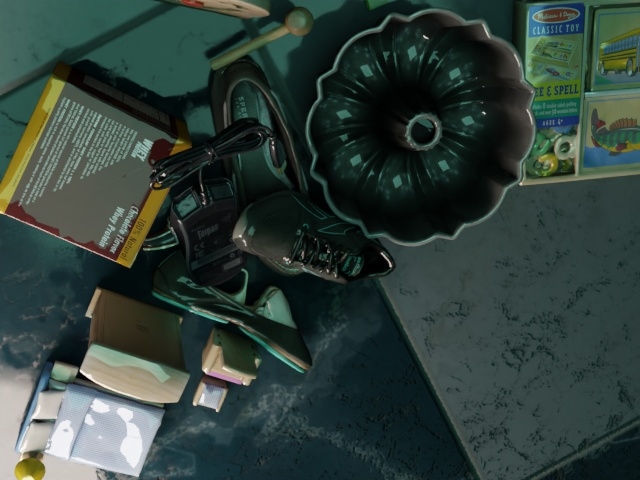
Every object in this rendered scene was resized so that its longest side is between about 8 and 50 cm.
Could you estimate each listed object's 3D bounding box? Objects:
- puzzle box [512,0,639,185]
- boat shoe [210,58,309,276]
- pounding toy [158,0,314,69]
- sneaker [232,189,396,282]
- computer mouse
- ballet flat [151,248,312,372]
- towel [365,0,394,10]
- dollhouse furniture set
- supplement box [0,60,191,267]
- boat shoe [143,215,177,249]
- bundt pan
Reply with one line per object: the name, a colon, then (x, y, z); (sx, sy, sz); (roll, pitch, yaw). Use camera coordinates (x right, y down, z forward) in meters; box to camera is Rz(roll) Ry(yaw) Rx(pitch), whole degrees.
puzzle box: (0.486, -0.236, 1.355); (0.408, 0.052, 0.272); (-7, 110, -9)
boat shoe: (-0.079, -0.087, 1.265); (0.112, 0.095, 0.335); (-18, 112, -5)
pounding toy: (-0.138, -0.298, 1.122); (0.269, 0.154, 0.155); (11, 96, -5)
sneaker: (0.000, 0.000, 1.236); (0.267, 0.106, 0.101); (7, 115, -45)
computer mouse: (-0.126, -0.058, 1.206); (0.184, 0.060, 0.262); (-29, 143, -13)
ballet flat: (-0.112, 0.097, 1.329); (0.280, 0.095, 0.096); (30, 89, -20)
towel: (0.119, -0.396, 1.238); (0.152, 0.023, 0.113); (-24, 111, -3)
dollhouse furniture set: (-0.269, 0.270, 1.297); (0.286, 0.198, 0.303); (21, 104, -18)
supplement box: (-0.301, -0.102, 1.196); (0.194, 0.129, 0.191); (25, 102, -18)
boat shoe: (-0.195, -0.024, 1.290); (0.137, 0.049, 0.043); (-21, 109, -6)
bundt pan: (0.128, -0.165, 1.267); (0.330, 0.124, 0.331); (-4, 109, -11)
